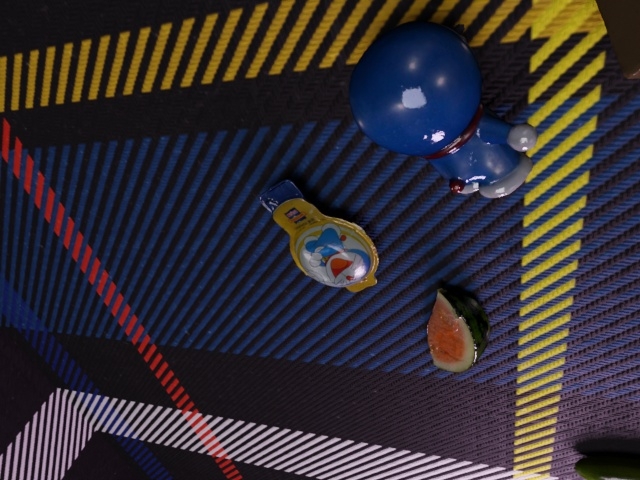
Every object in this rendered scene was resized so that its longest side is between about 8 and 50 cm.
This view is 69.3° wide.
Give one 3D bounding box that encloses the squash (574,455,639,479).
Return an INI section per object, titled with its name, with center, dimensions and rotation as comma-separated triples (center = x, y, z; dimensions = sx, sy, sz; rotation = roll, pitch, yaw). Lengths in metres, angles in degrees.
[squash]
center = 0.698, 0.510, 1.008
dimensions = 0.257, 0.069, 0.069
rotation = -7, 125, 27

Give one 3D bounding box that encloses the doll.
[doll]
center = 0.160, -0.162, 0.593
dimensions = 0.256, 0.161, 0.215
rotation = 36, 166, -28

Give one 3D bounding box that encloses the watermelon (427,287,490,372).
[watermelon]
center = 0.268, 0.186, 0.917
dimensions = 0.119, 0.063, 0.245
rotation = 21, 142, 30

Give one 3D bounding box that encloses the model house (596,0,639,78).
[model house]
center = 0.436, -0.222, 0.423
dimensions = 0.247, 0.176, 0.181
rotation = -7, 167, -8

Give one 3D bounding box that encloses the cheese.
[cheese]
center = 0.000, 0.000, 0.851
dimensions = 0.176, 0.069, 0.270
rotation = -27, 115, 37
